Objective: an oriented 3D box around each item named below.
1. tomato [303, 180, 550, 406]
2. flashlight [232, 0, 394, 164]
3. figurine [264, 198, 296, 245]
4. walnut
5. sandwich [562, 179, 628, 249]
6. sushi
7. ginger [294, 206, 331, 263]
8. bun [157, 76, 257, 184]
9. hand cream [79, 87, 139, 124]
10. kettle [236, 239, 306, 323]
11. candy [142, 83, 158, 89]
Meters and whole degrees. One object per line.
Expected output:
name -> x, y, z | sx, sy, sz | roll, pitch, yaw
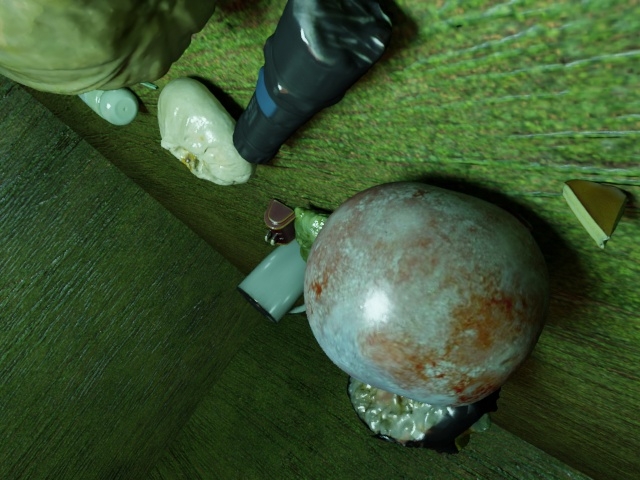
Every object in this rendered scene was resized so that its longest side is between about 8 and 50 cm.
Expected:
tomato -> 0.133, 0.065, 0.587 | 0.316, 0.283, 0.317 | 21, 161, 7
flashlight -> -0.045, -0.178, 0.556 | 0.103, 0.103, 0.424 | 39, 166, -13
figurine -> -0.105, -0.027, 1.144 | 0.082, 0.098, 0.154 | 28, 161, 15
walnut -> -0.231, -0.272, 0.365 | 0.276, 0.282, 0.253 | 31, 125, -1
sandwich -> 0.271, -0.032, 0.419 | 0.031, 0.044, 0.083 | 59, -164, -46
sushi -> 0.252, 0.278, 0.924 | 0.285, 0.328, 0.328 | 31, 153, -31
ginger -> 0.000, 0.000, 1.029 | 0.137, 0.089, 0.290 | 49, 166, 24
bun -> -0.221, -0.186, 0.810 | 0.222, 0.127, 0.222 | 49, 171, 11
hand cream -> -0.590, -0.384, 1.134 | 0.305, 0.093, 0.147 | 29, 169, 29
kettle -> -0.092, 0.126, 1.300 | 0.221, 0.236, 0.161 | 47, 161, -16
candy -> -0.442, -0.367, 0.963 | 0.202, 0.061, 0.061 | 23, 162, 13
